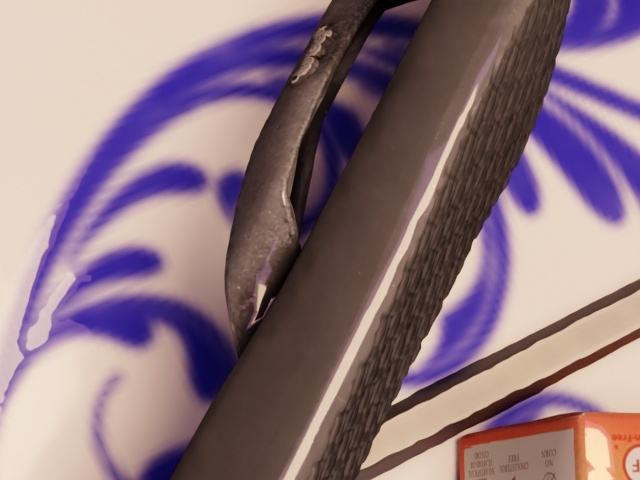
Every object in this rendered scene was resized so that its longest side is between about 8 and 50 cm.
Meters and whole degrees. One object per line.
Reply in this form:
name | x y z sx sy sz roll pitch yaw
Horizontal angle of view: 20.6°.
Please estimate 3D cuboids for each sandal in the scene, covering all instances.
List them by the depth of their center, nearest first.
sandal | 0.000 0.000 0.396 0.054 0.097 0.254 24 69 12

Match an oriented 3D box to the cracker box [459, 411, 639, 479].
cracker box | 0.119 0.159 0.422 0.156 0.067 0.232 3 79 -22
